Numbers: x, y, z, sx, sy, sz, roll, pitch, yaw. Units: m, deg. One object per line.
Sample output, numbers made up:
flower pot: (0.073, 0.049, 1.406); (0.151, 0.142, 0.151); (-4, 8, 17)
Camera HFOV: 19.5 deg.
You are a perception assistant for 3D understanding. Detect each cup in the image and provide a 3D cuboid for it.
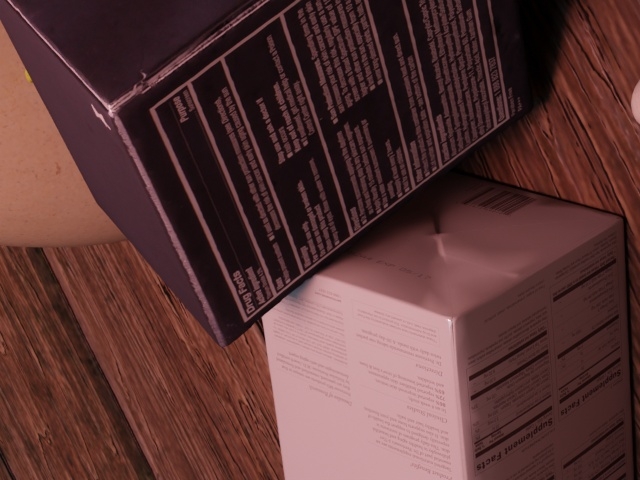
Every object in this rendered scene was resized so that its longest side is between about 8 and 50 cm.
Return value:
cup: (-0.271, -0.123, 1.678); (0.331, 0.237, 0.331); (28, 132, 37)

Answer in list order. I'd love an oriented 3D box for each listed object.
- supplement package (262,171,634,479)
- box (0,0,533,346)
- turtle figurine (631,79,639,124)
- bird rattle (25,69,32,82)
supplement package: (0.100, 0.113, 1.417); (0.199, 0.198, 0.263); (18, 124, 42)
box: (-0.034, -0.136, 1.254); (0.183, 0.294, 0.296); (44, 165, 31)
turtle figurine: (0.322, -0.101, 1.109); (0.198, 0.274, 0.266); (57, 170, -30)
bird rattle: (-0.149, -0.245, 1.495); (0.207, 0.143, 0.254); (160, 115, -67)
